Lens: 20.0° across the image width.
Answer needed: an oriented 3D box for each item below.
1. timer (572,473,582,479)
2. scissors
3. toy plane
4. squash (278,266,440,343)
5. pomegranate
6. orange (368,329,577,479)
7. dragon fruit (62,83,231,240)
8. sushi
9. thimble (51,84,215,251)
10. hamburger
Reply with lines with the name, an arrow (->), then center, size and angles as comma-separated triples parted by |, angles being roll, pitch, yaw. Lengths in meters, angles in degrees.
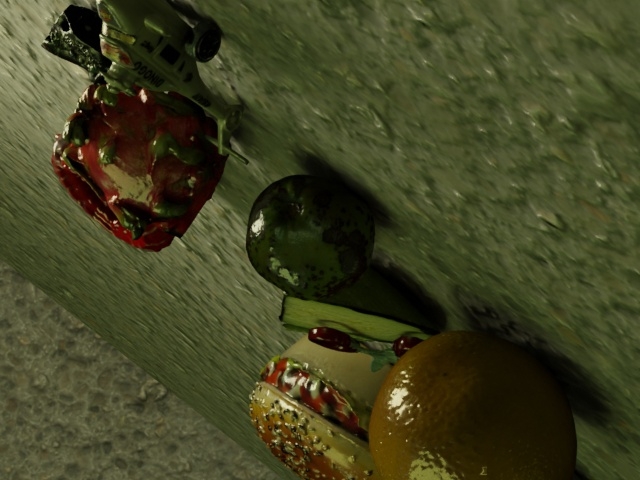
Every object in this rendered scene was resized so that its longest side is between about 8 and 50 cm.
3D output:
timer -> 0.205, 0.394, 2.237 | 0.285, 0.285, 0.285 | 37, 166, 11
scissors -> 0.077, 0.137, 2.134 | 0.144, 0.017, 0.248 | 6, 168, 14
toy plane -> -0.140, -0.163, 1.768 | 0.092, 0.108, 0.286 | 29, 175, 32
squash -> 0.050, 0.060, 2.046 | 0.184, 0.085, 0.192 | 10, 168, -1
pomegranate -> -0.001, -0.011, 1.876 | 0.138, 0.163, 0.126 | 14, 116, 28
orange -> 0.159, 0.207, 1.894 | 0.236, 0.236, 0.236 | 37, 166, 11
dragon fruit -> -0.192, -0.093, 1.943 | 0.172, 0.166, 0.160 | 32, 147, -8
sushi -> -0.247, -0.213, 1.963 | 0.084, 0.056, 0.083 | 42, 158, -4
thimble -> -0.219, -0.079, 2.154 | 0.163, 0.125, 0.189 | 26, 160, 36
hamburger -> 0.036, 0.252, 2.423 | 0.300, 0.176, 0.300 | 35, 165, 11
